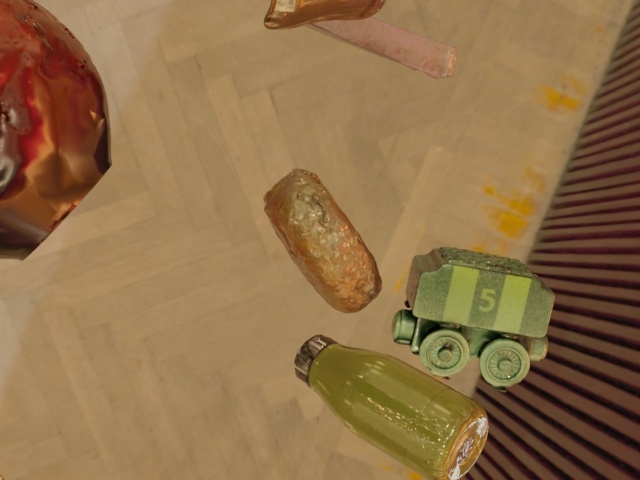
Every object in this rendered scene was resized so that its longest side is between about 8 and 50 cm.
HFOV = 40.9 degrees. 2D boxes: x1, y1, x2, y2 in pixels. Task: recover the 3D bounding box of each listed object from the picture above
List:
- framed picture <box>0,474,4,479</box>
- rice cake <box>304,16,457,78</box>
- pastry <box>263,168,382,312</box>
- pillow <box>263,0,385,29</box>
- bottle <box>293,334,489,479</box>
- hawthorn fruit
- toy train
[{"bbox_3d":[-0.574,0.365,1.388,0.016,0.265,0.347,-45,128,-36],"label":"framed picture"},{"bbox_3d":[0.091,-0.383,1.594,0.364,0.056,0.073,16,99,-19],"label":"rice cake"},{"bbox_3d":[0.000,0.000,1.691,0.136,0.329,0.330,-34,90,-2],"label":"pastry"},{"bbox_3d":[0.019,-0.363,1.258,0.217,0.130,0.033,-18,63,-28],"label":"pillow"},{"bbox_3d":[0.079,0.201,1.085,0.260,0.112,0.112,26,88,36],"label":"bottle"},{"bbox_3d":[-0.344,-0.112,0.818,0.315,0.316,0.316,0,89,-2],"label":"hawthorn fruit"},{"bbox_3d":[0.292,0.142,1.620,0.299,0.167,0.238,9,103,-4],"label":"toy train"}]
